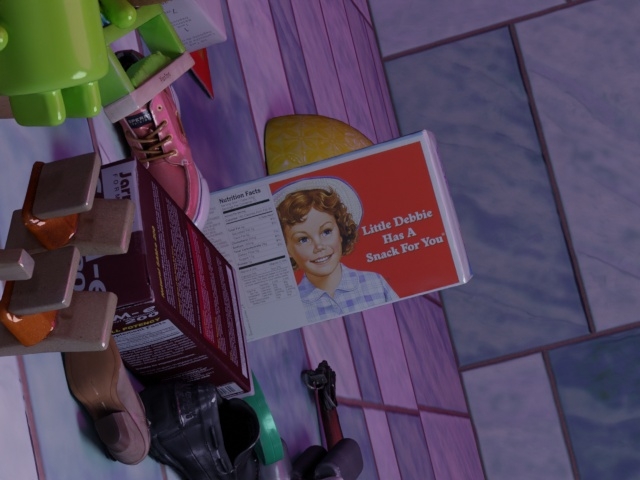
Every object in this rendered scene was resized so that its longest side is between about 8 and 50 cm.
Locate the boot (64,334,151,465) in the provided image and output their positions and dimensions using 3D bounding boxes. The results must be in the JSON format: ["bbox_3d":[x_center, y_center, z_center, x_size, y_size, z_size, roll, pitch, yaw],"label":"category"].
[{"bbox_3d":[-0.158,0.112,1.143,0.087,0.042,0.118,48,29,-80],"label":"boot"}]

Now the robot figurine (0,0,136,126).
[{"bbox_3d":[-0.154,-0.121,0.830,0.101,0.067,0.115,-18,105,-39],"label":"robot figurine"}]

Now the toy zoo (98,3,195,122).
[{"bbox_3d":[-0.211,-0.250,1.260,0.293,0.030,0.192,60,16,-11],"label":"toy zoo"}]

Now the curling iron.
[{"bbox_3d":[0.018,0.268,1.793,0.068,0.035,0.274,45,30,-60],"label":"curling iron"}]

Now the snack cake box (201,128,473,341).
[{"bbox_3d":[0.000,0.000,1.468,0.089,0.264,0.152,-18,93,-79],"label":"snack cake box"}]

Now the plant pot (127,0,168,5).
[{"bbox_3d":[-0.146,-0.320,1.169,0.237,0.237,0.254,-82,155,-63],"label":"plant pot"}]

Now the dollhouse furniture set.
[{"bbox_3d":[-0.227,-0.085,0.928,0.262,0.135,0.259,60,29,-51],"label":"dollhouse furniture set"}]

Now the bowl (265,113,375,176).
[{"bbox_3d":[0.045,-0.049,2.044,0.289,0.156,0.289,-16,90,-79],"label":"bowl"}]

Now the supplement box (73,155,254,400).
[{"bbox_3d":[-0.132,0.044,1.256,0.239,0.073,0.130,56,21,-61],"label":"supplement box"}]

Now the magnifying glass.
[{"bbox_3d":[-0.089,0.100,1.407,0.092,0.026,0.231,111,-42,-73],"label":"magnifying glass"}]

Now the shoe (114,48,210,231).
[{"bbox_3d":[-0.153,-0.088,1.373,0.081,0.063,0.178,51,21,-61],"label":"shoe"}]

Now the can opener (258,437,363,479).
[{"bbox_3d":[-0.013,0.232,1.586,0.283,0.076,0.095,-17,93,-80],"label":"can opener"}]

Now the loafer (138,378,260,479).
[{"bbox_3d":[-0.086,0.172,1.292,0.223,0.078,0.076,56,21,-62],"label":"loafer"}]

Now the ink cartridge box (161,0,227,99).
[{"bbox_3d":[-0.157,-0.341,1.679,0.261,0.066,0.296,46,31,-66],"label":"ink cartridge box"}]
